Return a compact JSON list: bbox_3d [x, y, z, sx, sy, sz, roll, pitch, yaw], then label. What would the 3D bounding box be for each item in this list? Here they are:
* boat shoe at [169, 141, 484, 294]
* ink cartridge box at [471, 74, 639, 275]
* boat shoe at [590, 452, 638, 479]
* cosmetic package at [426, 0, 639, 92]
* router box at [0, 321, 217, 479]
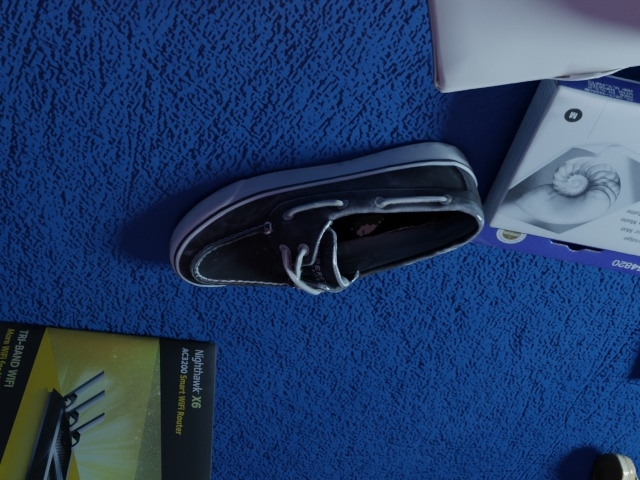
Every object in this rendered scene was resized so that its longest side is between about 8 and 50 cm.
[{"bbox_3d":[0.000,0.000,0.706,0.301,0.102,0.108,-13,133,7],"label":"boat shoe"},{"bbox_3d":[0.272,-0.038,0.700,0.223,0.045,0.224,11,137,-3],"label":"ink cartridge box"},{"bbox_3d":[0.428,0.349,1.101,0.059,0.063,0.170,-7,143,-2],"label":"boat shoe"},{"bbox_3d":[0.136,-0.279,0.409,0.197,0.155,0.365,-4,135,10],"label":"cosmetic package"},{"bbox_3d":[-0.233,0.233,0.765,0.243,0.309,0.081,7,133,-12],"label":"router box"}]
